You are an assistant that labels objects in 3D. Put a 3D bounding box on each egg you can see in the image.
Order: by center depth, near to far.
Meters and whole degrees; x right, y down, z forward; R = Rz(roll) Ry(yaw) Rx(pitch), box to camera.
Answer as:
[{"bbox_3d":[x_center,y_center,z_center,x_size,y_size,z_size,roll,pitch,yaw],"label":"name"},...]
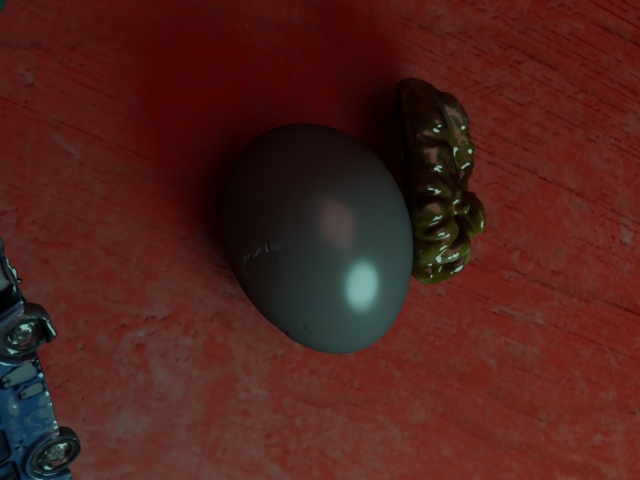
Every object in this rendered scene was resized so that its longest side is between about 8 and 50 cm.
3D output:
[{"bbox_3d":[0.000,0.000,1.444,0.146,0.146,0.199,-34,117,-27],"label":"egg"}]

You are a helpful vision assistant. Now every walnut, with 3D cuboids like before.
[{"bbox_3d":[0.096,-0.050,1.509,0.069,0.143,0.170,-6,100,-4],"label":"walnut"}]

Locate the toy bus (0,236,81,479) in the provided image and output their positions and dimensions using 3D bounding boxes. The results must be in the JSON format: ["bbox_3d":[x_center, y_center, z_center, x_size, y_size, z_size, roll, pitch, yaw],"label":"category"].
[{"bbox_3d":[-0.247,0.088,1.230,0.131,0.106,0.297,-24,141,-17],"label":"toy bus"}]

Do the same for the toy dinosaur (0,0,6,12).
[{"bbox_3d":[-0.343,-0.174,1.231,0.383,0.129,0.331,14,77,-34],"label":"toy dinosaur"}]
